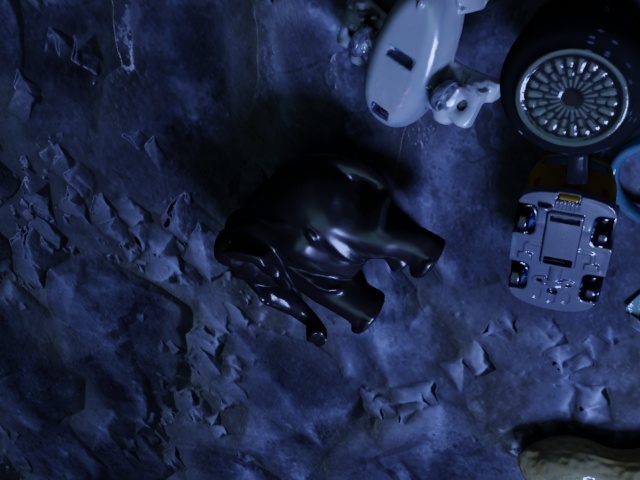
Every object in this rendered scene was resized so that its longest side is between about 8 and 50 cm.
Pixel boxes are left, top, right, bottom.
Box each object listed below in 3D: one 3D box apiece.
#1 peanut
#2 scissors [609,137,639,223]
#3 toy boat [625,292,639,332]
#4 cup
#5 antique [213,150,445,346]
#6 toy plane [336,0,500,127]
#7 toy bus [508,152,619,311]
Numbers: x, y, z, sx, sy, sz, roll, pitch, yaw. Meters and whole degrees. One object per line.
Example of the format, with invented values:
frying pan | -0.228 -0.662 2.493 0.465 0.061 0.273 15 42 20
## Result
peanut | 0.456 0.379 1.424 0.274 0.111 0.125 6 141 23
scissors | 0.533 0.055 1.152 0.192 0.029 0.447 -16 110 46
toy boat | 0.489 0.083 1.243 0.096 0.034 0.122 24 125 22
cup | 0.304 -0.181 1.039 0.169 0.177 0.223 4 128 18
antique | 0.000 0.000 1.305 0.255 0.185 0.322 33 130 -11
toy plane | 0.129 -0.249 1.112 0.244 0.117 0.245 21 128 30
toy bus | 0.323 -0.016 1.171 0.126 0.136 0.210 10 136 15
